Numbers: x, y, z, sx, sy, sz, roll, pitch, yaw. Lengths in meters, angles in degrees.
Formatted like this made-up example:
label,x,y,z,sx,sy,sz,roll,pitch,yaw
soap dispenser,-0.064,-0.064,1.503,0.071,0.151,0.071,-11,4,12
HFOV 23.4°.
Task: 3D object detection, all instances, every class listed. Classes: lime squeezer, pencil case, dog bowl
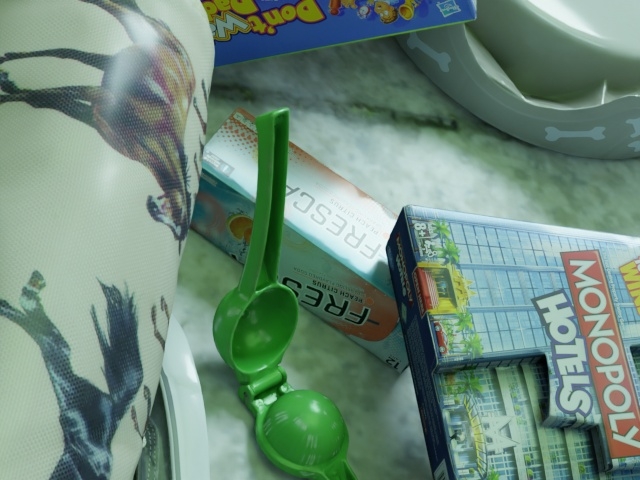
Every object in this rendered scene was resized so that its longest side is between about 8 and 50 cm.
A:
label,x,y,z,sx,sy,sz,roll,pitch,yaw
lime squeezer,-0.002,0.080,0.884,0.059,0.110,0.310,-29,103,-55
pencil case,-0.167,0.057,0.741,0.160,0.183,0.410,48,42,-49
dog bowl,0.190,-0.211,1.185,0.348,0.102,0.349,13,51,-17

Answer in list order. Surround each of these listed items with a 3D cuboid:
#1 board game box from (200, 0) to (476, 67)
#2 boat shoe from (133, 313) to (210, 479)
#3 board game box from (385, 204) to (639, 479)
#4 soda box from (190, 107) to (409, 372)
label,x,y,z,sx,sy,sz,roll,pitch,yaw
board game box,-0.011,-0.277,1.069,0.233,0.078,0.347,-8,50,17
boat shoe,-0.105,0.135,0.808,0.076,0.080,0.228,5,62,-24
board game box,0.152,0.070,0.893,0.194,0.060,0.194,-5,64,-13
soda box,0.000,0.000,0.965,0.183,0.058,0.063,34,49,2
